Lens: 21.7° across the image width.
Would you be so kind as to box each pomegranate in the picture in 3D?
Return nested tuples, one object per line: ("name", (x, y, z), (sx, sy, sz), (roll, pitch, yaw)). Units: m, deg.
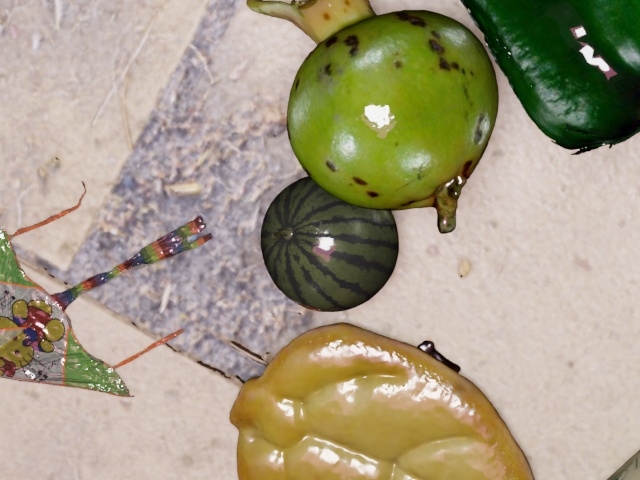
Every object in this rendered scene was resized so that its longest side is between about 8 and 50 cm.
("pomegranate", (0.036, -0.112, 1.206), (0.156, 0.156, 0.220), (-53, 51, 15))

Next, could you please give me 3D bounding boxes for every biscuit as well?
("biscuit", (0.052, 0.175, 1.330), (0.260, 0.041, 0.203), (23, 105, 3))

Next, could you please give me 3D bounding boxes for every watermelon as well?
("watermelon", (0.000, 0.000, 1.250), (0.105, 0.133, 0.105), (-6, 79, 31))

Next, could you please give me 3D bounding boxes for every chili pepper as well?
("chili pepper", (0.194, -0.208, 1.117), (0.248, 0.233, 0.257), (-41, 92, 22))

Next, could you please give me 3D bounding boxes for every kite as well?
("kite", (-0.197, 0.040, 1.348), (0.244, 0.006, 0.198), (-32, 97, 14))

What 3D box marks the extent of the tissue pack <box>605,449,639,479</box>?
("tissue pack", (0.353, 0.201, 1.167), (0.207, 0.297, 0.380), (44, 104, -7))
